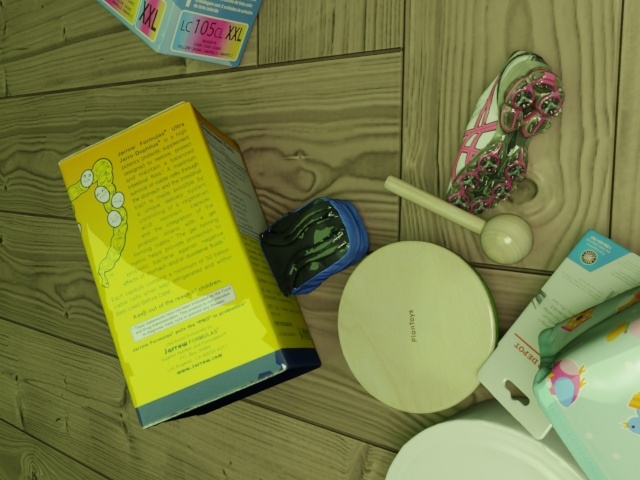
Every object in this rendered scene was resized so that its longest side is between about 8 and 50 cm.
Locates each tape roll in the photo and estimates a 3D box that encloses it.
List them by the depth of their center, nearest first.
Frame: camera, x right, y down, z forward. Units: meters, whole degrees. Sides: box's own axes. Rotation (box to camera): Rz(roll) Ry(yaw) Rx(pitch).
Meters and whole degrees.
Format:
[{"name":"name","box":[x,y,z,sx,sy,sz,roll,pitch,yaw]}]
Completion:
[{"name":"tape roll","box":[0.204,0.313,0.718,0.286,0.100,0.286,4,97,41]}]

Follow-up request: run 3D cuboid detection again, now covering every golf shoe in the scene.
[{"name":"golf shoe","box":[0.186,-0.108,0.724,0.086,0.068,0.186,-97,28,-51]}]

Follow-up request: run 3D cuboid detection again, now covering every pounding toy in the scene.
[{"name":"pounding toy","box":[0.131,0.066,0.761,0.183,0.110,0.236,24,102,31]}]

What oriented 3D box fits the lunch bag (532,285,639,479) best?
[{"name":"lunch bag","box":[0.310,0.143,0.475,0.223,0.160,0.262,-32,87,22]}]

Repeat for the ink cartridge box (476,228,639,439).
[{"name":"ink cartridge box","box":[0.240,0.092,0.631,0.180,0.060,0.104,-54,34,9]}]

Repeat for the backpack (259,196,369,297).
[{"name":"backpack","box":[0.000,0.000,0.863,0.120,0.101,0.097,-36,75,30]}]

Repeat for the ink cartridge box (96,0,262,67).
[{"name":"ink cartridge box","box":[-0.173,-0.482,0.938,0.270,0.151,0.395,42,118,30]}]

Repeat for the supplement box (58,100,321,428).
[{"name":"supplement box","box":[-0.166,0.036,0.907,0.195,0.194,0.356,-23,76,8]}]
